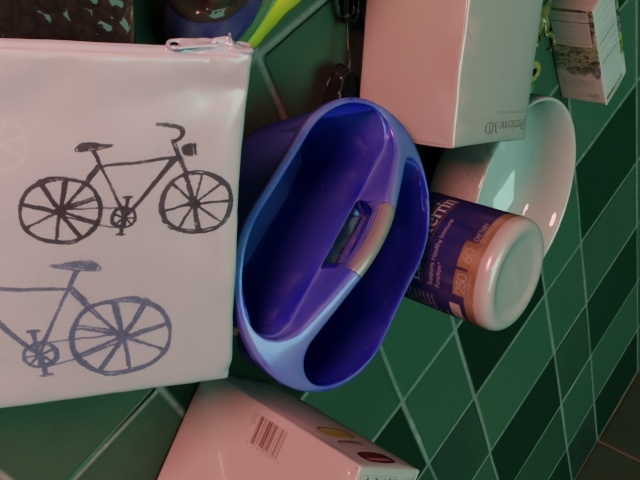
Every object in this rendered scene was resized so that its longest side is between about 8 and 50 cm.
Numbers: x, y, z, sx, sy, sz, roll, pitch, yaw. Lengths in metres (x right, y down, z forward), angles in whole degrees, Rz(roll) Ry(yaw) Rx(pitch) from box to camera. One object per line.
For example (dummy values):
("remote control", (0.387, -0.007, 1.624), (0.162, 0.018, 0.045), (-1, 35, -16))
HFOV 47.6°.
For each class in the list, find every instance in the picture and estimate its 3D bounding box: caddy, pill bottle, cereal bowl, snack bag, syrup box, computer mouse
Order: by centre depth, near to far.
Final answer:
("snack bag", (-0.224, -0.005, 0.591), (0.323, 0.037, 0.342), (-3, 119, -20))
("caddy", (0.000, 0.000, 0.815), (0.241, 0.179, 0.341), (48, 58, -34))
("computer mouse", (0.021, -0.232, 0.909), (0.071, 0.041, 0.241), (-26, 121, -65))
("pill bottle", (0.151, 0.011, 0.991), (0.153, 0.265, 0.153), (-23, 122, -43))
("cereal bowl", (0.281, -0.080, 1.203), (0.339, 0.141, 0.338), (-25, 124, -42))
("syrup box", (0.501, -0.374, 1.365), (0.096, 0.093, 0.237), (-55, 140, -17))

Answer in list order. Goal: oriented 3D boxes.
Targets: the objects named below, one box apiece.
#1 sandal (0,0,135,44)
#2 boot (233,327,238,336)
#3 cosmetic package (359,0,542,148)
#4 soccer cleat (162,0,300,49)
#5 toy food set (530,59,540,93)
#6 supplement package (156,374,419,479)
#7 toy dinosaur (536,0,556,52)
("sandal", (-0.219, -0.121, 0.610), (0.168, 0.107, 0.445), (-17, 130, -11))
("boot", (-0.041, 0.091, 0.955), (0.190, 0.069, 0.086), (-36, 126, -35))
("cosmetic package", (0.177, -0.319, 0.932), (0.217, 0.156, 0.384), (-17, 114, -48))
("soccer cleat", (-0.058, -0.274, 0.773), (0.289, 0.093, 0.121), (-44, 167, -34))
("toy food set", (0.366, -0.284, 1.305), (0.083, 0.020, 0.082), (-13, 117, -47))
("supplement package", (-0.052, 0.309, 0.889), (0.145, 0.262, 0.203), (27, 85, -52))
("toy dinosaur", (0.379, -0.373, 1.253), (0.183, 0.053, 0.092), (-51, 138, -21))
